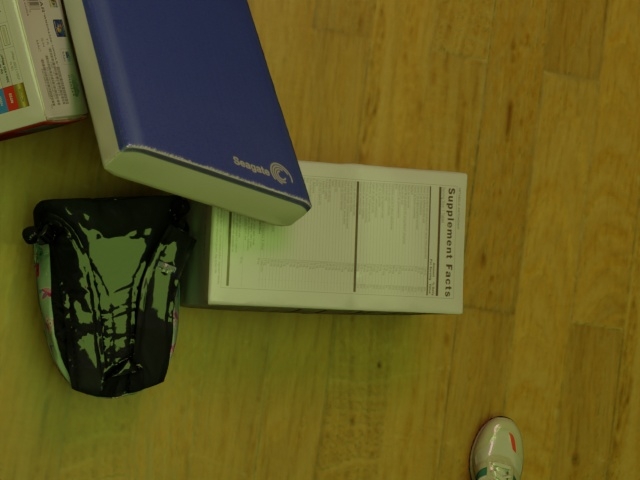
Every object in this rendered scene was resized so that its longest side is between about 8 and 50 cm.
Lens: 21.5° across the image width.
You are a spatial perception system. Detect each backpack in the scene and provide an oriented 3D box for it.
[{"bbox_3d":[-0.186,0.052,1.525,0.151,0.115,0.182,-3,91,-6],"label":"backpack"}]

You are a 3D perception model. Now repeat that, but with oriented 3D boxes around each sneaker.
[{"bbox_3d":[0.176,0.254,1.654,0.057,0.075,0.161,15,85,-17],"label":"sneaker"}]

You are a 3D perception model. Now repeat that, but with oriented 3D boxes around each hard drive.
[{"bbox_3d":[-0.128,-0.173,1.456,0.210,0.040,0.319,17,45,-44],"label":"hard drive"}]

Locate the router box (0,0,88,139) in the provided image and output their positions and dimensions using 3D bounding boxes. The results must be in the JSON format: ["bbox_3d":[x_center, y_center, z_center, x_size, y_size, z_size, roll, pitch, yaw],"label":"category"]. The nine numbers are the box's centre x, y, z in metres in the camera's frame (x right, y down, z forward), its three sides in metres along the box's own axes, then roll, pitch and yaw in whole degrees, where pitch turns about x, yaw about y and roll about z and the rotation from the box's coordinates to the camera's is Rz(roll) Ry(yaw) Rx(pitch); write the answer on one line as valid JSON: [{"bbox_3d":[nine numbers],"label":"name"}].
[{"bbox_3d":[-0.380,-0.228,1.405,0.301,0.082,0.336,-12,93,19],"label":"router box"}]

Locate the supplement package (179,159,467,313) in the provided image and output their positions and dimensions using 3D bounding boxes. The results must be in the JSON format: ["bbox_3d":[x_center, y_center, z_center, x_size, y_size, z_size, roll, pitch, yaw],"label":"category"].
[{"bbox_3d":[0.000,0.000,1.574,0.244,0.134,0.139,4,87,-17],"label":"supplement package"}]
